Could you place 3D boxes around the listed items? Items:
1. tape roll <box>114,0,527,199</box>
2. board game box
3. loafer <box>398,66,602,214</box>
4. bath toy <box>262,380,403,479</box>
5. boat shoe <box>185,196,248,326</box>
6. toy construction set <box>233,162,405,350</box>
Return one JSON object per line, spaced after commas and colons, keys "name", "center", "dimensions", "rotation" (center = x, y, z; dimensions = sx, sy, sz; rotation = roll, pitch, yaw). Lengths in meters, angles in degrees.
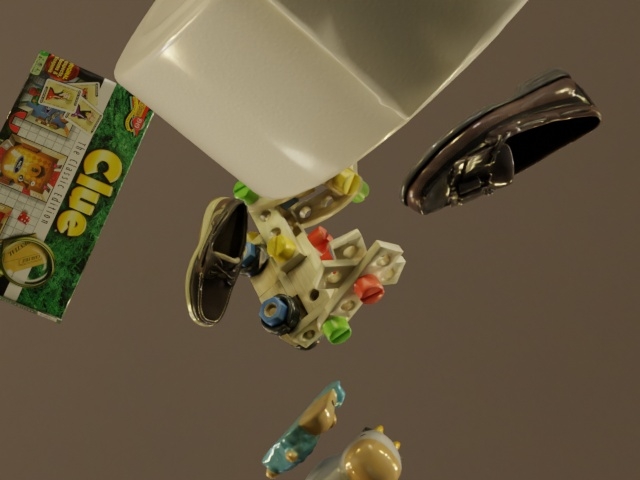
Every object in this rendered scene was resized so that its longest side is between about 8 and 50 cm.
{"name": "tape roll", "center": [0.020, -0.160, 0.543], "dimensions": [0.100, 0.286, 0.286], "rotation": [40, -75, -19]}
{"name": "board game box", "center": [-0.277, -0.058, 1.102], "dimensions": [0.136, 0.030, 0.259], "rotation": [24, -110, -12]}
{"name": "loafer", "center": [0.236, -0.118, 1.371], "dimensions": [0.302, 0.095, 0.109], "rotation": [-35, -28, -22]}
{"name": "bath toy", "center": [0.094, 0.343, 1.343], "dimensions": [0.348, 0.129, 0.151], "rotation": [48, -41, -4]}
{"name": "boat shoe", "center": [-0.116, 0.023, 1.225], "dimensions": [0.056, 0.049, 0.152], "rotation": [12, -99, -33]}
{"name": "toy construction set", "center": [0.000, 0.000, 1.274], "dimensions": [0.215, 0.327, 0.151], "rotation": [-41, -56, 12]}
